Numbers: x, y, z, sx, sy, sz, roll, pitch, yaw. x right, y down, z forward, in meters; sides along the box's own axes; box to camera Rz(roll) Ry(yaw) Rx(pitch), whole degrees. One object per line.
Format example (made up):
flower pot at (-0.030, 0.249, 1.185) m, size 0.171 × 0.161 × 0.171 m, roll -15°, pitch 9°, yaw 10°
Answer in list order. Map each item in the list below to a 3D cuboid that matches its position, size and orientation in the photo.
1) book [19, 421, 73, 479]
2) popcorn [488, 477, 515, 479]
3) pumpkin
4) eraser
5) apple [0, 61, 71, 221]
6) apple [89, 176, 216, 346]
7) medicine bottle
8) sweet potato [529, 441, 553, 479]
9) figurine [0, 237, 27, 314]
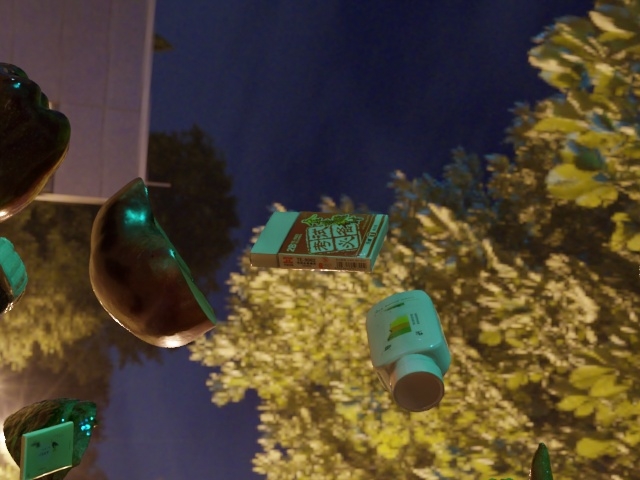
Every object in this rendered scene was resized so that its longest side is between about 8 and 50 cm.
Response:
book at (-0.445, 0.344, 1.498) m, size 0.014 × 0.111 × 0.077 m, roll 6°, pitch -86°, yaw 26°
popcorn at (0.433, 0.713, 2.137) m, size 0.293 × 0.334 × 0.292 m, roll 100°, pitch -23°, yaw -55°
pumpkin at (-0.516, 0.342, 1.757) m, size 0.163 × 0.111 × 0.278 m, roll -50°, pitch -157°, yaw -1°
eraser at (0.000, 0.000, 1.715) m, size 0.157 × 0.230 × 0.038 m, roll -64°, pitch 152°, yaw -54°
apple at (-0.657, -0.184, 1.809) m, size 0.317 × 0.288 × 0.288 m, roll -43°, pitch -153°, yaw -4°
apple at (-0.343, 0.061, 1.962) m, size 0.365 × 0.295 × 0.328 m, roll 74°, pitch 27°, yaw -62°
medicine bottle at (0.186, 0.229, 1.940) m, size 0.296 × 0.161 × 0.111 m, roll -95°, pitch 159°, yaw -59°
sweet potato at (0.311, 0.381, 1.320) m, size 0.044 × 0.044 × 0.179 m, roll -23°, pitch -129°, yaw 65°
figurine at (-0.687, 0.122, 1.667) m, size 0.332 × 0.185 × 0.204 m, roll -47°, pitch -156°, yaw -11°
